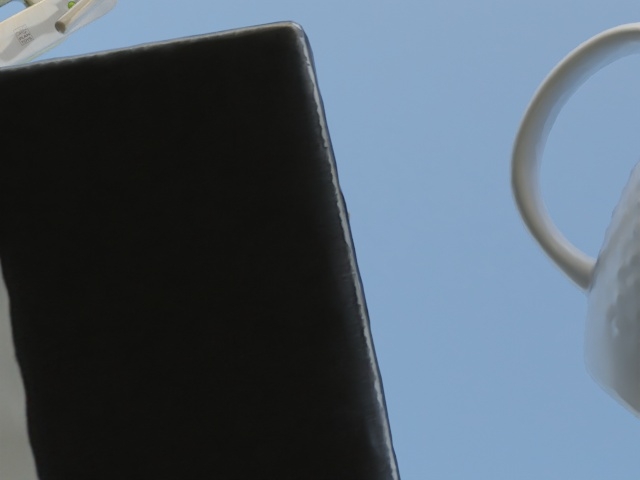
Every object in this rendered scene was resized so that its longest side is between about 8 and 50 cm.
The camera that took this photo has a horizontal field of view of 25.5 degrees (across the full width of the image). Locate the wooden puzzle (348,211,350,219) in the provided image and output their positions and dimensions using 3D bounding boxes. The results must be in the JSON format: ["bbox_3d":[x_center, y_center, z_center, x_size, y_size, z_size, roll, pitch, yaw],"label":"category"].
[{"bbox_3d":[0.000,0.000,1.452,0.078,0.014,0.116,17,-82,43],"label":"wooden puzzle"}]

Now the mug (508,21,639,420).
[{"bbox_3d":[0.320,-0.020,1.079,0.374,0.276,0.328,35,-80,20],"label":"mug"}]

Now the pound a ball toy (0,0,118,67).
[{"bbox_3d":[-0.328,-0.259,1.495,0.208,0.319,0.136,-19,-74,50],"label":"pound a ball toy"}]

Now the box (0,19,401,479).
[{"bbox_3d":[-0.235,0.097,0.788,0.480,0.472,0.297,-10,-93,-8],"label":"box"}]
